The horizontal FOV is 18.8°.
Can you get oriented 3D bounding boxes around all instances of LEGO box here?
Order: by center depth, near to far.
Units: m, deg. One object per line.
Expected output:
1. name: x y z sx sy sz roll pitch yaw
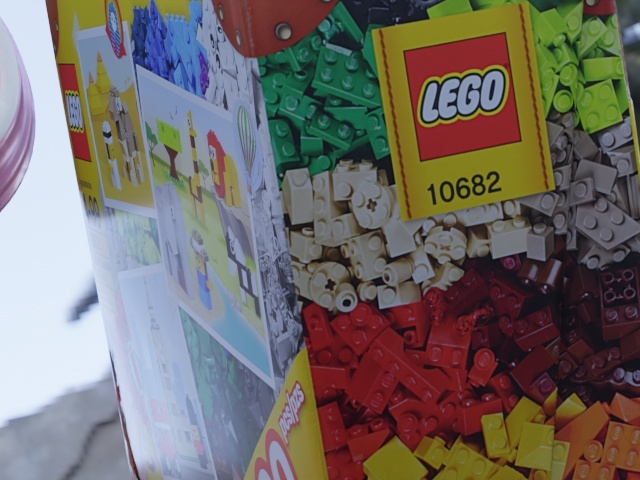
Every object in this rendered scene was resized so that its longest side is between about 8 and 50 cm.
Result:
1. LEGO box: 0.000 0.000 1.139 0.193 0.372 0.500 -12 8 -17

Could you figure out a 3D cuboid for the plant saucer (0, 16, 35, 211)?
1. plant saucer: -0.393 -0.148 1.693 0.332 0.332 0.084 3 -28 -36
